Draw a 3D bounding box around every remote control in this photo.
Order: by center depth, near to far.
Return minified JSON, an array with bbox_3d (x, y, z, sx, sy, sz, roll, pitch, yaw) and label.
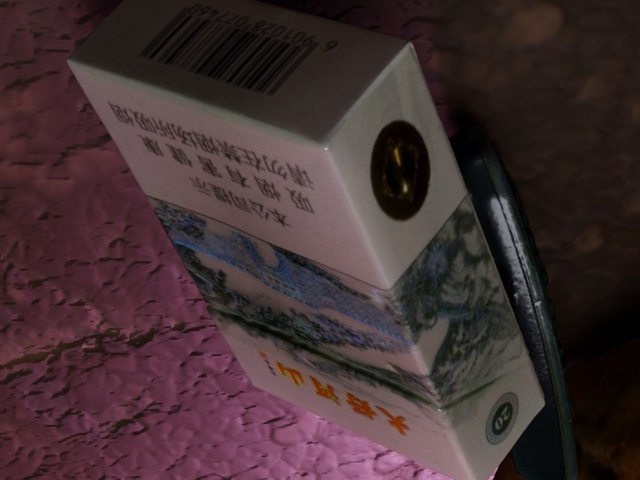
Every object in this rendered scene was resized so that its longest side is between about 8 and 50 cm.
[{"bbox_3d":[0.105,0.041,0.876,0.042,0.072,0.222,-16,120,0],"label":"remote control"}]

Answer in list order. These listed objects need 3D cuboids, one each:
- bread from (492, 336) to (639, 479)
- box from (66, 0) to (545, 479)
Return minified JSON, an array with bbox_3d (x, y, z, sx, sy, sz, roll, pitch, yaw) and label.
[{"bbox_3d":[0.209,0.177,0.943,0.146,0.268,0.268,11,132,-33],"label":"bread"},{"bbox_3d":[0.000,0.000,0.789,0.069,0.164,0.256,-50,138,-23],"label":"box"}]
